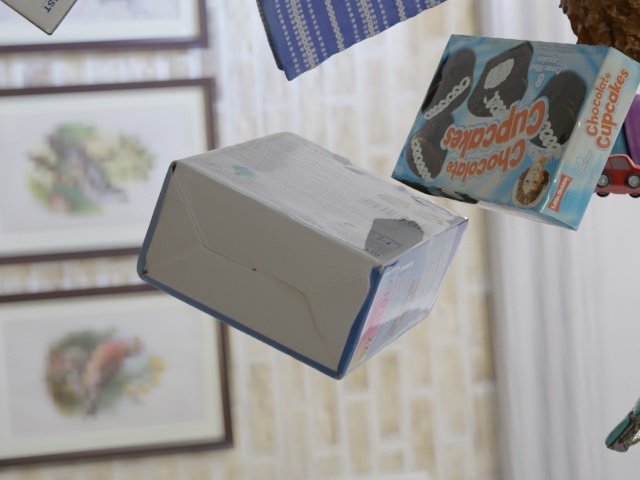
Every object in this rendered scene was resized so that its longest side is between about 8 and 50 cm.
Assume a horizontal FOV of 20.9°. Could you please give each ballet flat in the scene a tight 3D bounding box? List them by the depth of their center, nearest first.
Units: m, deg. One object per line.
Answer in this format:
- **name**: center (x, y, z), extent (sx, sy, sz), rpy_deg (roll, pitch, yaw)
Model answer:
- **ballet flat**: center (0.414, 0.231, 2.240), extent (0.114, 0.041, 0.041), rpy_deg (-57, -150, 23)

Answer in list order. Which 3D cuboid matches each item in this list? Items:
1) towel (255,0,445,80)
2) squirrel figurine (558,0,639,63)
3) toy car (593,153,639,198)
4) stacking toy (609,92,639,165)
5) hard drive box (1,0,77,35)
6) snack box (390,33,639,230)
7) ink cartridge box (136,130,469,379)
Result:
- **towel**: center (0.084, -0.317, 1.702), extent (0.040, 0.336, 0.243), rpy_deg (51, -17, 44)
- **squirrel figurine**: center (0.468, -0.277, 1.923), extent (0.281, 0.370, 0.397), rpy_deg (-25, -147, 56)
- **toy car**: center (0.294, -0.095, 2.262), extent (0.239, 0.225, 0.053), rpy_deg (-6, -106, 46)
- **stacking toy**: center (0.368, -0.125, 2.555), extent (0.141, 0.330, 0.141), rpy_deg (-13, 90, -68)
- **hard drive box**: center (-0.340, -0.367, 1.893), extent (0.181, 0.232, 0.089), rpy_deg (-52, -158, 2)
- **snack box**: center (0.208, -0.125, 1.896), extent (0.322, 0.060, 0.187), rpy_deg (18, -96, 62)
- **ink cartridge box**: center (0.000, 0.000, 2.018), extent (0.395, 0.270, 0.151), rpy_deg (-27, 142, -66)
